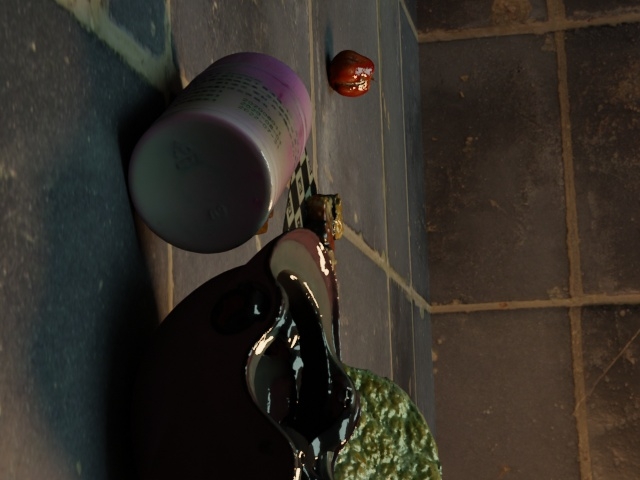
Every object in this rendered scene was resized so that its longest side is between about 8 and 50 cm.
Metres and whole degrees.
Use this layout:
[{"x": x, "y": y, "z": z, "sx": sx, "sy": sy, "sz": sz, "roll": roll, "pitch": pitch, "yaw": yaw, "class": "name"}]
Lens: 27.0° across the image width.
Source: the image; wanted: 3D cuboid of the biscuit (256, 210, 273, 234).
[{"x": -0.092, "y": -0.107, "z": 1.764, "sx": 0.215, "sy": 0.034, "sz": 0.182, "roll": -70, "pitch": 155, "yaw": -69, "class": "biscuit"}]

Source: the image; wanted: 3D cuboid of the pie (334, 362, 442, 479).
[{"x": 0.033, "y": 0.289, "z": 1.710, "sx": 0.105, "sy": 0.257, "sz": 0.274, "roll": 118, "pitch": -24, "yaw": -60, "class": "pie"}]

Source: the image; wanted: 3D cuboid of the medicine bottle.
[{"x": -0.099, "y": -0.101, "z": 1.423, "sx": 0.254, "sy": 0.152, "sz": 0.152, "roll": -67, "pitch": 151, "yaw": -67, "class": "medicine bottle"}]

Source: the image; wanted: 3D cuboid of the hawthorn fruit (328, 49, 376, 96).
[{"x": 0.061, "y": -0.307, "z": 2.460, "sx": 0.093, "sy": 0.093, "sz": 0.093, "roll": -4, "pitch": 90, "yaw": -79, "class": "hawthorn fruit"}]

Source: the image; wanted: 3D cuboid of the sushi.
[{"x": 0.000, "y": 0.000, "z": 2.151, "sx": 0.264, "sy": 0.050, "sz": 0.290, "roll": 74, "pitch": 17, "yaw": -46, "class": "sushi"}]

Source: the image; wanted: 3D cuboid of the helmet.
[{"x": -0.080, "y": 0.164, "z": 1.319, "sx": 0.271, "sy": 0.197, "sz": 0.338, "roll": 53, "pitch": 28, "yaw": -57, "class": "helmet"}]
